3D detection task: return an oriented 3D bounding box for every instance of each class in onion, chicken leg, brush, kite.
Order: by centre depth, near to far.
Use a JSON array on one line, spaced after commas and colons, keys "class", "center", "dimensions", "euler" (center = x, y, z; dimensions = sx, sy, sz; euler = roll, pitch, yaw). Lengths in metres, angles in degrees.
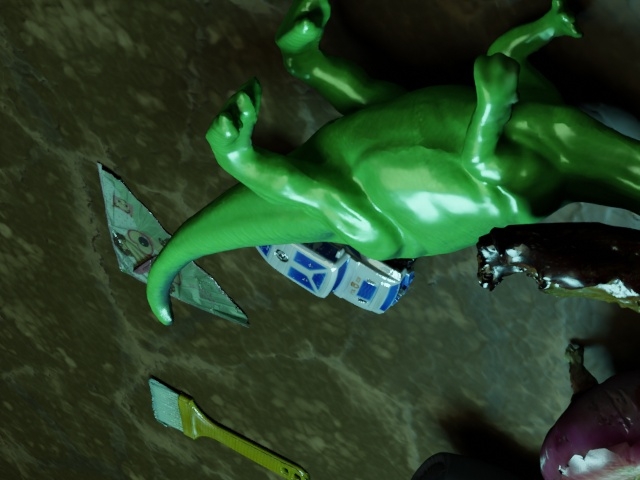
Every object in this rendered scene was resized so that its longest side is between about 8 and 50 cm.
[{"class": "chicken leg", "center": [0.220, 0.032, 1.000], "dimensions": [0.253, 0.051, 0.106], "euler": [18, 162, -30]}, {"class": "onion", "center": [0.234, 0.135, 1.167], "dimensions": [0.150, 0.150, 0.140], "euler": [106, 147, -55]}, {"class": "kite", "center": [-0.144, 0.006, 1.450], "dimensions": [0.229, 0.012, 0.250], "euler": [49, 144, -17]}, {"class": "brush", "center": [-0.107, 0.229, 1.681], "dimensions": [0.218, 0.010, 0.082], "euler": [24, 144, 19]}]

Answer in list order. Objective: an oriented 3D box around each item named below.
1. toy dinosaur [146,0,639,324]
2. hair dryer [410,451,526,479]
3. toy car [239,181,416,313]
[{"class": "toy dinosaur", "center": [0.082, -0.010, 1.119], "dimensions": [0.375, 0.144, 0.500], "euler": [24, 145, -3]}, {"class": "hair dryer", "center": [0.275, 0.270, 1.300], "dimensions": [0.301, 0.121, 0.361], "euler": [37, 142, -14]}, {"class": "toy car", "center": [0.000, 0.000, 1.249], "dimensions": [0.171, 0.070, 0.080], "euler": [34, 147, 6]}]
